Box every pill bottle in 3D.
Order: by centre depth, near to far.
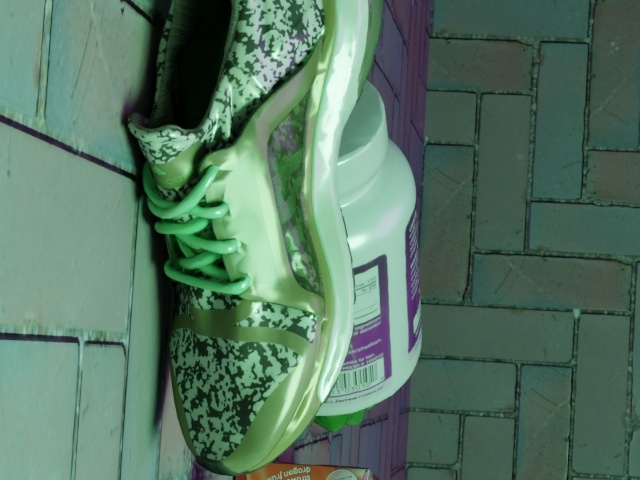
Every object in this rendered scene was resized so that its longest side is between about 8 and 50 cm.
[{"bbox_3d":[0.000,0.000,1.429,0.302,0.169,0.169,85,12,-47],"label":"pill bottle"}]

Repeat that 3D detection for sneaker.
[{"bbox_3d":[-0.079,-0.039,1.160,0.182,0.158,0.410,3,92,-51],"label":"sneaker"}]

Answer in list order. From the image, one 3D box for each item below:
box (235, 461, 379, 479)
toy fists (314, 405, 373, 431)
[{"bbox_3d":[-0.005,0.291,1.634,0.257,0.128,0.123,63,31,-75],"label":"box"},{"bbox_3d":[0.029,0.100,1.944,0.279,0.096,0.142,-75,156,-49],"label":"toy fists"}]
